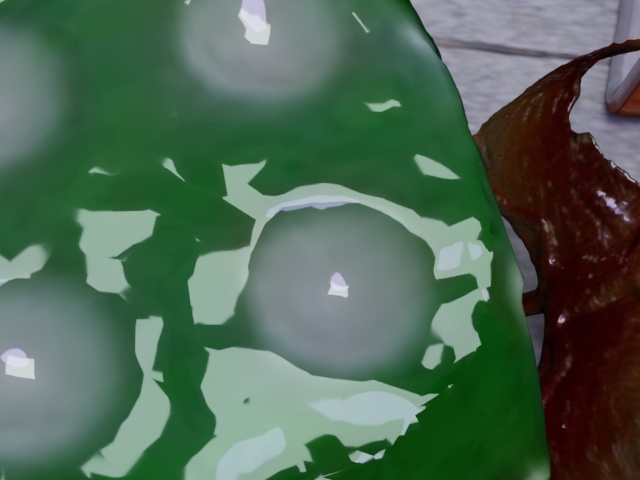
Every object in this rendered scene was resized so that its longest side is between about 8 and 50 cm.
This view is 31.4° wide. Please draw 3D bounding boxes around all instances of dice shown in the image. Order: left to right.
[{"bbox_3d":[-0.068,0.040,0.567,0.297,0.287,0.300,-13,65,-4],"label":"dice"}]

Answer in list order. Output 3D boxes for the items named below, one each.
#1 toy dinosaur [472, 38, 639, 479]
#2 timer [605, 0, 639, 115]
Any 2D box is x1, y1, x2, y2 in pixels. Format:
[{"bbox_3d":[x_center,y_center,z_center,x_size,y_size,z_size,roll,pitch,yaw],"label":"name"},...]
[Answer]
[{"bbox_3d":[0.182,0.042,0.686,0.113,0.206,0.327,10,42,-46],"label":"toy dinosaur"},{"bbox_3d":[0.307,-0.243,0.793,0.161,0.257,0.249,5,61,-9],"label":"timer"}]
